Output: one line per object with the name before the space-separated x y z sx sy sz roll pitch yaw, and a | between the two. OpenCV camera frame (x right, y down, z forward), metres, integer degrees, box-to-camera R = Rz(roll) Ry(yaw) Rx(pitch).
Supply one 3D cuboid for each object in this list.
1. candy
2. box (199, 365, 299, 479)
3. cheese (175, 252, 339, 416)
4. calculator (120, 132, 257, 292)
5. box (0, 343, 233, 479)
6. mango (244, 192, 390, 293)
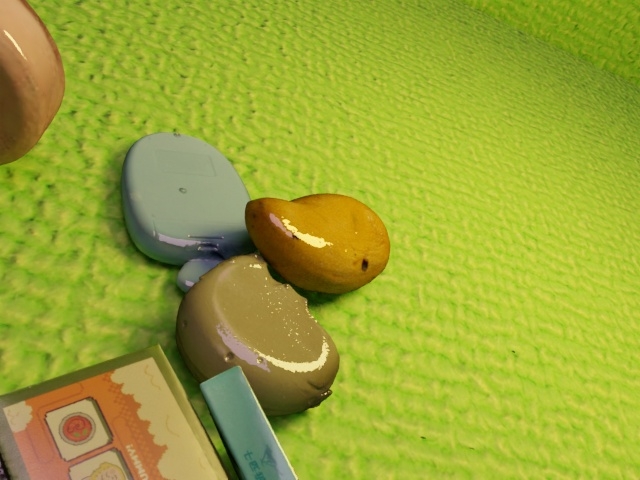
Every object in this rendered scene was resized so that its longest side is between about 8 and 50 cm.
candy | -0.424 -0.204 0.691 0.255 0.255 0.094 20 42 -14
box | -0.042 0.221 0.534 0.041 0.229 0.162 -26 63 -15
cheese | -0.071 0.122 0.716 0.202 0.091 0.175 42 40 10
calculator | -0.182 -0.049 0.852 0.188 0.042 0.302 3 45 -31
box | -0.174 0.220 0.469 0.148 0.195 0.177 -16 60 -41
mango | -0.002 0.003 0.852 0.262 0.109 0.157 5 57 -43
